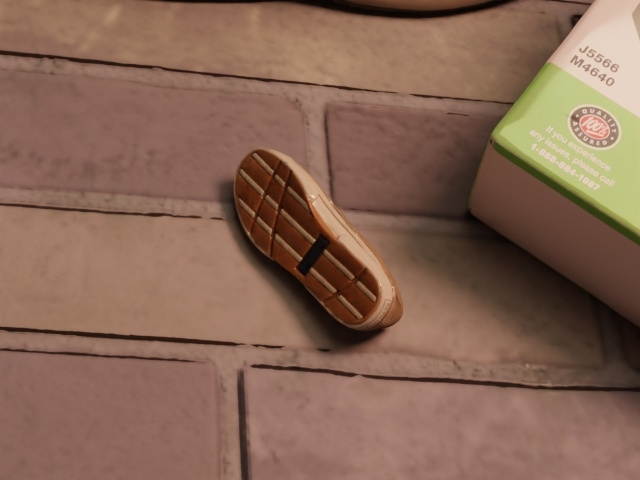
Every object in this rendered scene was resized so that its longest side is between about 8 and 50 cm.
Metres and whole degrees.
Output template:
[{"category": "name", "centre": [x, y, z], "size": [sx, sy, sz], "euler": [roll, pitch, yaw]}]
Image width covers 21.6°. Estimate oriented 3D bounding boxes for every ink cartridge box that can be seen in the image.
[{"category": "ink cartridge box", "centre": [0.248, -0.084, 1.007], "size": [0.198, 0.115, 0.273], "euler": [34, 71, 11]}]

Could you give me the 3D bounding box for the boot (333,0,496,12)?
[{"category": "boot", "centre": [0.036, -0.285, 1.034], "size": [0.377, 0.284, 0.138], "euler": [-1, 55, -15]}]

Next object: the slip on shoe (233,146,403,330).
[{"category": "slip on shoe", "centre": [0.000, 0.000, 0.971], "size": [0.135, 0.051, 0.041], "euler": [45, 16, 28]}]
